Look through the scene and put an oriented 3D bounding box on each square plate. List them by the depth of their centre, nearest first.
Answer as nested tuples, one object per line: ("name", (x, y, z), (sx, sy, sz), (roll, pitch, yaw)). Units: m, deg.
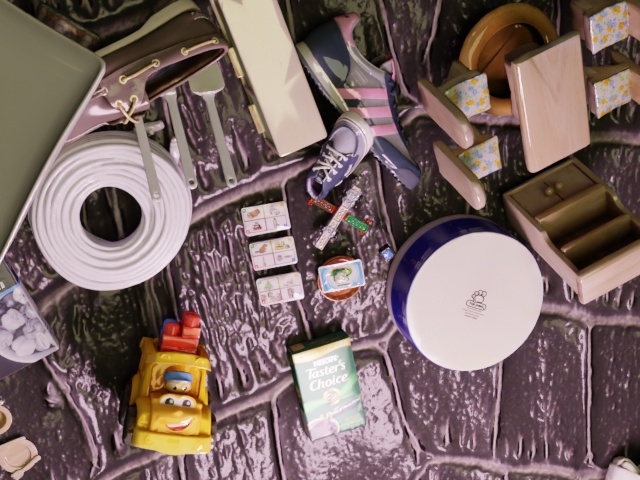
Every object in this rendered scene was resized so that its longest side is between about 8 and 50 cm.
("square plate", (-0.494, -0.174, 1.544), (0.347, 0.344, 0.049), (-59, 157, 7))

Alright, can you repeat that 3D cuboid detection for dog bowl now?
("dog bowl", (0.256, 0.093, 1.923), (0.264, 0.104, 0.265), (-5, 109, -15))

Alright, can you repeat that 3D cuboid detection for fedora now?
("fedora", (0.306, -0.306, 1.823), (0.194, 0.079, 0.194), (-5, 106, -18))

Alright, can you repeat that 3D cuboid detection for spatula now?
("spatula", (-0.217, -0.183, 1.669), (0.168, 0.019, 0.242), (-11, 74, -20))

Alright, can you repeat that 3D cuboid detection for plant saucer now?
("plant saucer", (0.033, 0.065, 1.897), (0.083, 0.013, 0.084), (-5, 108, -16))

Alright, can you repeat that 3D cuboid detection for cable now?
("cable", (-0.329, -0.045, 1.712), (0.257, 0.089, 0.257), (-12, 110, -13))

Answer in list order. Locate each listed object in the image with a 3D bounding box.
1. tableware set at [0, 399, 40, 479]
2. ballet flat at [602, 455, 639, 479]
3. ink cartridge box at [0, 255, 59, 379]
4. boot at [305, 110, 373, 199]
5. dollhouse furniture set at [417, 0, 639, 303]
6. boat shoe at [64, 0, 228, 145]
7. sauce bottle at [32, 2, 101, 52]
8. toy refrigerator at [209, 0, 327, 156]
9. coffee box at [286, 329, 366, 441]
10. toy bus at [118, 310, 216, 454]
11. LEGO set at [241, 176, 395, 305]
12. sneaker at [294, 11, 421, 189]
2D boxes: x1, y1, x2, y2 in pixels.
("tableware set", (-0.560, 0.344, 1.806), (0.141, 0.020, 0.169), (-26, 113, -7))
("ballet flat", (0.659, 0.454, 2.163), (0.400, 0.139, 0.139), (-37, 114, -7))
("ink cartridge box", (-0.559, 0.134, 1.726), (0.208, 0.045, 0.206), (-28, 113, -5))
("boot", (0.027, -0.130, 1.733), (0.069, 0.190, 0.086), (38, 68, 9))
("dollhouse furniture set", (0.404, -0.136, 1.745), (0.362, 0.256, 0.394), (-27, 133, -9))
("boat shoe", (-0.280, -0.234, 1.606), (0.324, 0.116, 0.097), (-40, 78, -22))
("sauce bottle", (-0.460, -0.186, 1.616), (0.111, 0.111, 0.344), (33, 96, -23))
("toy refrigerator", (-0.088, -0.275, 1.703), (0.094, 0.102, 0.270), (-25, 113, -8))
("coffee box", (0.012, 0.261, 1.939), (0.113, 0.040, 0.184), (-15, 111, -12))
("toy bus", (-0.236, 0.225, 1.764), (0.149, 0.220, 0.212), (11, 98, -14))
("LEGO set", (0.000, 0.000, 1.857), (0.244, 0.060, 0.183), (-11, 110, 0))
("sneaker", (0.093, -0.226, 1.768), (0.131, 0.112, 0.319), (-39, 115, 2))
